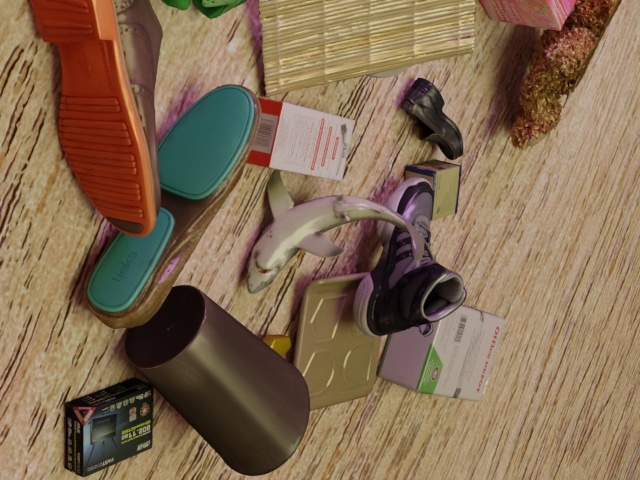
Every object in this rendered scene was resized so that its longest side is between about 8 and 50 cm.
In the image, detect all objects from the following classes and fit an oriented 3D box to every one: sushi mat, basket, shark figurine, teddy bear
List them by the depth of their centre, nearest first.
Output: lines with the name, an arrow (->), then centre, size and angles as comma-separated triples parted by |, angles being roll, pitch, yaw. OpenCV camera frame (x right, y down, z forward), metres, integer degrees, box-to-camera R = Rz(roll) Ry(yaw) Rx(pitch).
basket -> -0.139, 0.173, 1.625 | 0.154, 0.204, 0.227 | -34, 131, 9
sushi mat -> 0.069, -0.290, 1.677 | 0.316, 0.019, 0.151 | -14, 127, -12
shark figurine -> 0.020, -0.020, 1.781 | 0.116, 0.278, 0.166 | 108, -27, -78
teddy bear -> 0.403, -0.313, 2.121 | 0.245, 0.113, 0.338 | -51, 165, -51

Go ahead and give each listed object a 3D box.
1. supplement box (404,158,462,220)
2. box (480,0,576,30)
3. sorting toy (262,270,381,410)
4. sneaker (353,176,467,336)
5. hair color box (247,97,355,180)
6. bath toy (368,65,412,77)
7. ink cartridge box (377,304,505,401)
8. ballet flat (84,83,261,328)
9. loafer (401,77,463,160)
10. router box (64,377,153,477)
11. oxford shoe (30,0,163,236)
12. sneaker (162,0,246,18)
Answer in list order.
supplement box -> 0.182, -0.083, 2.019 | 0.083, 0.056, 0.083 | -17, 116, -48
box -> 0.306, -0.485, 1.952 | 0.154, 0.142, 0.300 | -60, 141, -15
sorting toy -> -0.005, 0.158, 1.895 | 0.307, 0.041, 0.229 | -5, 112, -50
sneaker -> 0.158, 0.029, 1.886 | 0.101, 0.153, 0.269 | 41, 63, -45
hair color box -> -0.028, -0.140, 1.735 | 0.167, 0.053, 0.093 | 8, 96, -51
bath toy -> 0.057, -0.387, 1.699 | 0.151, 0.129, 0.348 | -20, 130, 6
ink cartridge box -> 0.212, 0.184, 2.129 | 0.219, 0.092, 0.160 | 19, 89, -53
ballet flat -> -0.174, -0.035, 1.557 | 0.342, 0.116, 0.124 | -63, 162, -13
loafer -> 0.176, -0.183, 1.980 | 0.061, 0.062, 0.170 | -46, 130, -13
router box -> -0.270, 0.238, 1.583 | 0.122, 0.038, 0.092 | -17, 117, -48
oxford shoe -> -0.222, -0.179, 1.416 | 0.133, 0.130, 0.364 | -38, 131, -46
sneaker -> -0.147, -0.325, 1.422 | 0.123, 0.109, 0.295 | -44, 159, 6
